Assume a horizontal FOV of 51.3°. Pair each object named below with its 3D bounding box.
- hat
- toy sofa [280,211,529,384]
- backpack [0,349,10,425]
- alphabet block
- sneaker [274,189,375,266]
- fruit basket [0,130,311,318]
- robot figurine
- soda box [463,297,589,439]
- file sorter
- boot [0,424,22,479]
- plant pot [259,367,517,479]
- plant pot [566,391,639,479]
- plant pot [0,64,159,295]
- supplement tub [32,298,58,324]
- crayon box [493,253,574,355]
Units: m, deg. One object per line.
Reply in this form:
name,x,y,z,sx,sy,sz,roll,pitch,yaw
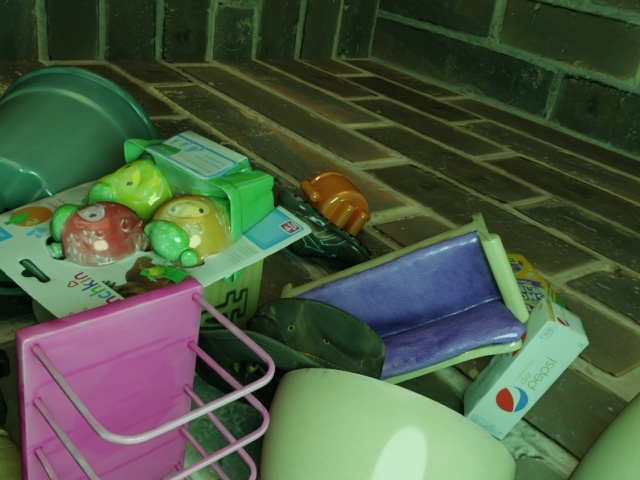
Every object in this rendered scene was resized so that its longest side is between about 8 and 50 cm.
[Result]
hat,-0.007,0.159,0.877,0.332,0.331,0.133,17,58,16
toy sofa,0.116,0.107,1.015,0.363,0.150,0.177,-21,20,13
backpack,-0.599,0.112,0.828,0.356,0.289,0.273,21,37,39
alphabet block,-0.226,0.086,1.077,0.192,0.197,0.194,28,32,35
sneaker,0.000,0.000,1.458,0.267,0.106,0.101,35,1,10
fruit basket,-0.244,-0.027,0.895,0.327,0.165,0.353,28,35,33
robot figurine,0.037,-0.087,1.599,0.158,0.128,0.219,-12,32,-16
soda box,0.302,0.194,1.001,0.069,0.216,0.074,30,26,-3
file sorter,-0.179,0.228,0.704,0.202,0.290,0.182,-16,38,-41
boot,-0.441,0.300,0.691,0.115,0.112,0.305,34,31,22
plant pot,0.048,0.293,0.720,0.284,0.284,0.190,17,60,15
plant pot,0.459,0.279,0.821,0.257,0.273,0.256,7,26,-3
plant pot,-0.489,-0.093,1.166,0.342,0.340,0.334,9,30,0
supplement tub,-0.420,0.101,1.127,0.071,0.070,0.107,21,29,23
crayon box,0.353,0.108,1.354,0.203,0.083,0.323,3,26,-12
